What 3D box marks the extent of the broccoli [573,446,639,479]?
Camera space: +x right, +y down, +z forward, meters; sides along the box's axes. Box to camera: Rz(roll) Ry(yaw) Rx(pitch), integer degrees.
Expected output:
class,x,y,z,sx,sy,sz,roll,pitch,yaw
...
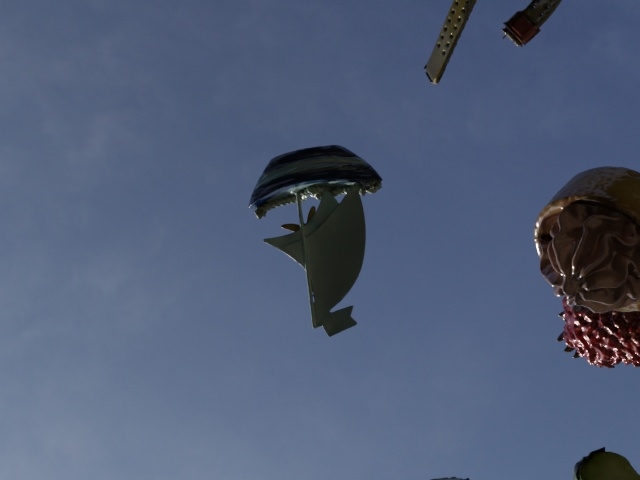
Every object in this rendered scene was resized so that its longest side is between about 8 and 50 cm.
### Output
class,x,y,z,sx,sy,sz,roll,pitch,yaw
broccoli,0.379,0.365,1.052,0.247,0.288,0.246,-14,-63,-7

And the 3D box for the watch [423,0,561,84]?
class,x,y,z,sx,sy,sz,roll,pitch,yaw
watch,0.272,-0.347,1.300,0.164,0.102,0.268,0,-47,-33

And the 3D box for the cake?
class,x,y,z,sx,sy,sz,roll,pitch,yaw
cake,0.374,0.024,1.154,0.208,0.185,0.178,50,-123,-27

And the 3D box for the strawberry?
class,x,y,z,sx,sy,sz,roll,pitch,yaw
strawberry,0.594,0.130,1.742,0.137,0.306,0.234,18,-105,-24

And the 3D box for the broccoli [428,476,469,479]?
class,x,y,z,sx,sy,sz,roll,pitch,yaw
broccoli,0.218,0.587,1.566,0.324,0.334,0.272,-28,-90,-36

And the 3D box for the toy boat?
class,x,y,z,sx,sy,sz,roll,pitch,yaw
toy boat,0.000,0.000,1.341,0.067,0.220,0.291,36,-136,-67
